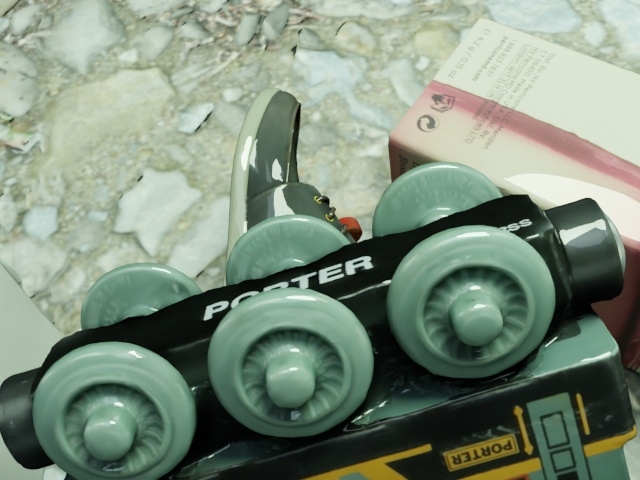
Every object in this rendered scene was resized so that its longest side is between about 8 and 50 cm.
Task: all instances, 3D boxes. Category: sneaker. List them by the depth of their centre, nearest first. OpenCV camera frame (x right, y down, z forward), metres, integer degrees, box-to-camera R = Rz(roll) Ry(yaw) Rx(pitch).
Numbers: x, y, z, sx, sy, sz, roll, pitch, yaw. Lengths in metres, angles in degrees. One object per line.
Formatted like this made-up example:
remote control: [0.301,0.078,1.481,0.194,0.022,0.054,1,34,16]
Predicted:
sneaker: [0.000,0.000,0.585,0.118,0.083,0.222,2,69,4]

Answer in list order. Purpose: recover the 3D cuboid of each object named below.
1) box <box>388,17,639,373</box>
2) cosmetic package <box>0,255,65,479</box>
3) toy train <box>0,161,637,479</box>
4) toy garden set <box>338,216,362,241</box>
box: [0.177,-0.024,0.586,0.232,0.148,0.127,28,65,24]
cosmetic package: [-0.277,0.181,0.482,0.156,0.217,0.385,-5,55,5]
toy train: [0.004,0.088,0.458,0.334,0.190,0.142,-18,21,5]
toy garden set: [-0.026,0.107,0.593,0.244,0.049,0.204,-22,59,-5]
